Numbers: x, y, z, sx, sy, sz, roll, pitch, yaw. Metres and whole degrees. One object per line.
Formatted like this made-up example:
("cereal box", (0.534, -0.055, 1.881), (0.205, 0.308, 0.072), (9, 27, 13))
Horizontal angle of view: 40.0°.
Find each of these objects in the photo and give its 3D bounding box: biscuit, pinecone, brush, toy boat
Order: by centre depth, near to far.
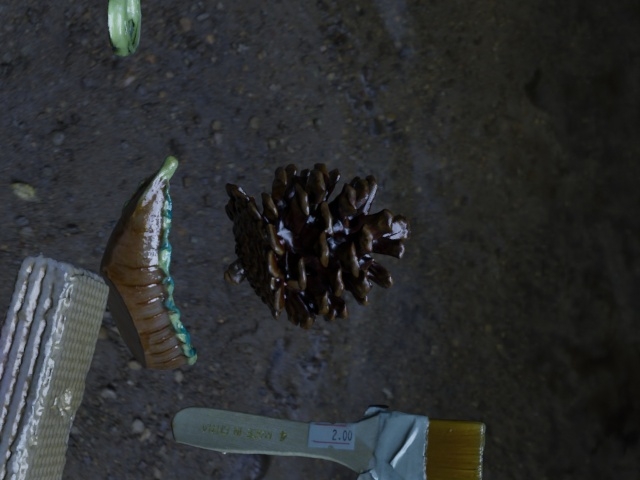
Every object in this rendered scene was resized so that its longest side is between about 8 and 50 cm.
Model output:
("biscuit", (-0.252, 0.136, 0.786), (0.061, 0.108, 0.239), (12, 80, 9))
("brush", (-0.002, 0.205, 0.901), (0.020, 0.336, 0.085), (51, 43, -64))
("toy boat", (-0.193, 0.042, 0.984), (0.099, 0.108, 0.293), (-31, 141, -32))
("pinecone", (-0.001, 0.000, 0.992), (0.212, 0.168, 0.186), (-12, 82, -36))

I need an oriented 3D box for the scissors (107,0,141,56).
("scissors", (-0.110, -0.185, 0.521), (0.020, 0.187, 0.134), (0, 108, -3))
